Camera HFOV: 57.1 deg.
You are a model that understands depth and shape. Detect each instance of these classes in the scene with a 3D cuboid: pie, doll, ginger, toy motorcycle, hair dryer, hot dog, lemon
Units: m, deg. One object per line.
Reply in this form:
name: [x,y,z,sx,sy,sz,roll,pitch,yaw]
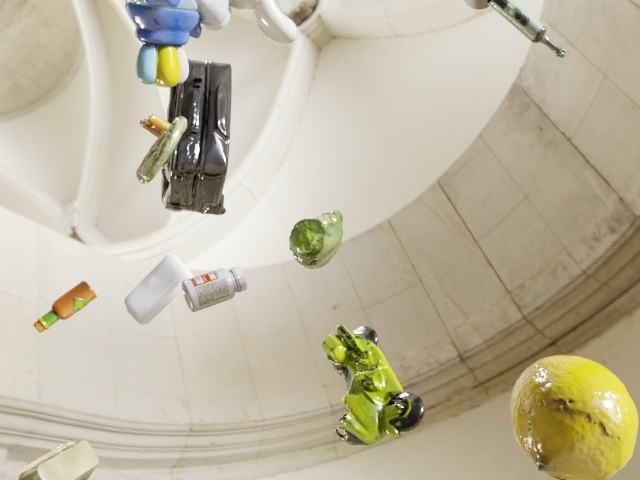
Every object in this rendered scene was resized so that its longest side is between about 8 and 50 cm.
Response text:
pie: [-0.166,-0.095,0.622,0.084,0.021,0.084,-43,-154,27]
doll: [-0.215,-0.462,1.024,0.365,0.376,0.187,-43,-157,-24]
ginger: [0.000,0.001,1.270,0.089,0.290,0.137,25,-102,10]
toy motorcycle: [0.101,0.352,1.392,0.206,0.142,0.342,-33,-143,-1]
hair dryer: [0.295,-0.342,0.885,0.197,0.100,0.057,40,-71,2]
hot dog: [-0.260,-0.179,0.957,0.037,0.083,0.021,-19,-109,21]
lemon: [0.481,0.335,1.136,0.228,0.228,0.253,-31,-166,21]

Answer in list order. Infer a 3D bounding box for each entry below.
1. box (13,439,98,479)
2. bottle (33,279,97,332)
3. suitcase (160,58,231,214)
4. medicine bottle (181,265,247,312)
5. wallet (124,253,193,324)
box: [-0.569,0.509,1.281,0.111,0.177,0.111,7,-76,28]
bottle: [-0.750,0.198,1.720,0.187,0.069,0.069,-40,-137,-22]
suitcase: [-0.316,-0.266,1.540,0.339,0.188,0.345,126,-33,-63]
medicine bottle: [-0.249,0.111,1.385,0.140,0.079,0.079,-19,-136,-22]
wallet: [-0.406,0.123,1.458,0.190,0.033,0.095,-43,-107,7]
